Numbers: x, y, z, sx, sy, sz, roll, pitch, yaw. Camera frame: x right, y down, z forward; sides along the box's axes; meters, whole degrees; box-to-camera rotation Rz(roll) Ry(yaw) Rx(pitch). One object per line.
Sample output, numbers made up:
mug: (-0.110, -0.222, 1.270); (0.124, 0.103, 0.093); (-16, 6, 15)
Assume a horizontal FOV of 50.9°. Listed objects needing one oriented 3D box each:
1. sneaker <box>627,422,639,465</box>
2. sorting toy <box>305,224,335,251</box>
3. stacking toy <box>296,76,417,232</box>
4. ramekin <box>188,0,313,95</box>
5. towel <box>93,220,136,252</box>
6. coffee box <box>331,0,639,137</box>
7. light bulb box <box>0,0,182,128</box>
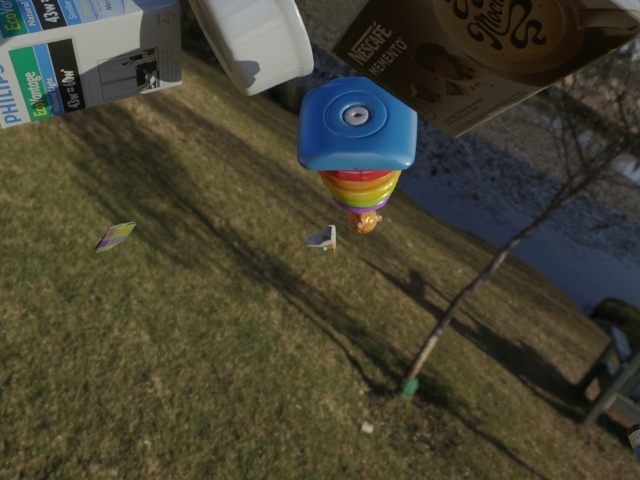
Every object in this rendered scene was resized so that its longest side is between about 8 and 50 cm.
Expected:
sneaker: (0.483, 0.303, 0.850); (0.211, 0.080, 0.081); (22, 46, -9)
sorting toy: (0.000, 0.000, 1.713); (0.075, 0.044, 0.083); (-3, 29, 5)
stacking toy: (0.067, -0.104, 1.096); (0.175, 0.301, 0.165); (1, 58, 7)
ramekin: (-0.136, -0.398, 1.210); (0.277, 0.135, 0.277); (59, -6, 10)
towel: (-0.379, -0.007, 1.240); (0.060, 0.083, 0.009); (-21, 73, -48)
coffee box: (0.142, -0.213, 0.580); (0.168, 0.118, 0.297); (32, -13, -10)
light bulb box: (-0.495, -0.451, 1.281); (0.361, 0.225, 0.357); (-20, 66, -20)
